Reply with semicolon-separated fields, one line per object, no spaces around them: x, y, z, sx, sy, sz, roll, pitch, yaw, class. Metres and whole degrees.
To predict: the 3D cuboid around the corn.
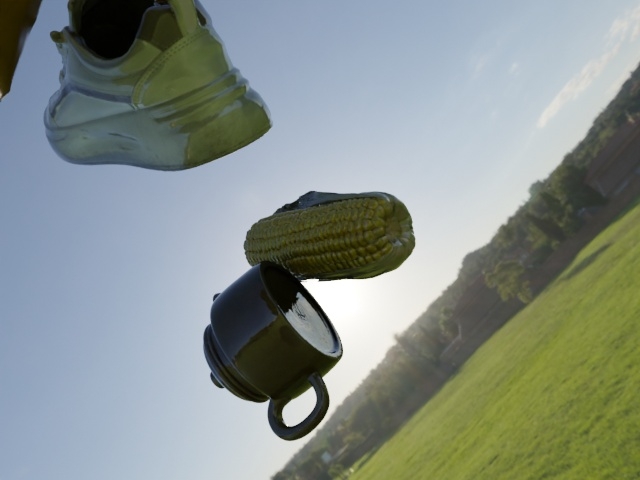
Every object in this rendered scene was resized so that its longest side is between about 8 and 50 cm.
0.003;0.000;0.823;0.305;0.123;0.122;-5;44;45;corn

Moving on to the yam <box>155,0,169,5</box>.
-0.184;-0.269;0.606;0.079;0.141;0.079;-16;-39;-13;yam

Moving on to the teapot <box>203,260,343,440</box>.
-0.081;0.158;0.764;0.175;0.268;0.185;-42;-36;13;teapot

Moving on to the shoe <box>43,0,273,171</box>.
-0.182;-0.159;0.484;0.124;0.316;0.159;-43;-48;-36;shoe

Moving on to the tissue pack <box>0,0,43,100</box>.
-0.216;-0.255;0.202;0.382;0.228;0.293;-62;10;13;tissue pack
